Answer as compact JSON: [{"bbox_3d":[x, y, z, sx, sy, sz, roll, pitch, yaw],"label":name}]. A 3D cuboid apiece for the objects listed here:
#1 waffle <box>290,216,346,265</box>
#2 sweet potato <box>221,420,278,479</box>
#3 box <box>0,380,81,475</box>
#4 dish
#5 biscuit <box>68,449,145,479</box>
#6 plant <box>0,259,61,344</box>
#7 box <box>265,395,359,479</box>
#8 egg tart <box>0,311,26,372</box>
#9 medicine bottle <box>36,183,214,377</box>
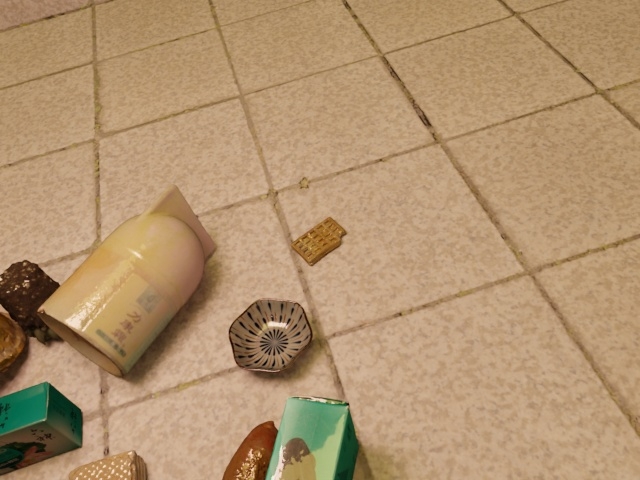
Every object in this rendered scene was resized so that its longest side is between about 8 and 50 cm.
[{"bbox_3d":[0.000,0.000,1.442,0.135,0.021,0.092,-35,51,-16],"label":"waffle"},{"bbox_3d":[-0.139,0.505,0.995,0.109,0.109,0.385,3,57,13],"label":"sweet potato"},{"bbox_3d":[-0.634,0.393,1.148,0.244,0.153,0.092,-19,49,-3],"label":"box"},{"bbox_3d":[-0.106,0.220,1.249,0.190,0.066,0.191,-5,51,6],"label":"dish"},{"bbox_3d":[-0.361,0.588,0.980,0.143,0.078,0.426,-16,50,-4],"label":"biscuit"},{"bbox_3d":[-0.670,0.146,1.342,0.132,0.195,0.129,21,54,40],"label":"plant"},{"bbox_3d":[-0.025,0.446,0.953,0.118,0.205,0.311,7,53,13],"label":"box"},{"bbox_3d":[-0.856,0.214,1.274,0.351,0.150,0.352,8,23,-4],"label":"egg tart"},{"bbox_3d":[-0.413,0.083,1.311,0.235,0.236,0.406,21,58,26],"label":"medicine bottle"}]
